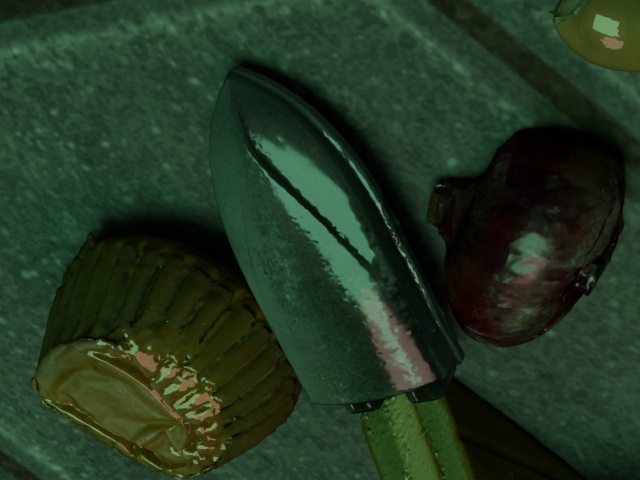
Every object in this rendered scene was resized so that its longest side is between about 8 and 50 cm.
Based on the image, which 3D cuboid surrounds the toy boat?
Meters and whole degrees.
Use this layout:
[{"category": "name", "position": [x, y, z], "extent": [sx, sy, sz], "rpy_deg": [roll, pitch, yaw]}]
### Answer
[{"category": "toy boat", "position": [0.000, 0.000, 1.479], "extent": [0.141, 0.092, 0.319], "rpy_deg": [-13, 115, 32]}]

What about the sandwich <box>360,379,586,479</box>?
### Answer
[{"category": "sandwich", "position": [0.154, 0.202, 1.635], "extent": [0.187, 0.144, 0.117], "rpy_deg": [9, 144, -35]}]

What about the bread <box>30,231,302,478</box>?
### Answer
[{"category": "bread", "position": [-0.131, 0.105, 1.586], "extent": [0.240, 0.139, 0.240], "rpy_deg": [12, 135, 12]}]

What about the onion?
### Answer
[{"category": "onion", "position": [0.148, 0.010, 1.414], "extent": [0.151, 0.098, 0.206], "rpy_deg": [18, 134, 6]}]

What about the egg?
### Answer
[{"category": "egg", "position": [0.210, -0.154, 1.260], "extent": [0.096, 0.080, 0.080], "rpy_deg": [29, 134, -13]}]
